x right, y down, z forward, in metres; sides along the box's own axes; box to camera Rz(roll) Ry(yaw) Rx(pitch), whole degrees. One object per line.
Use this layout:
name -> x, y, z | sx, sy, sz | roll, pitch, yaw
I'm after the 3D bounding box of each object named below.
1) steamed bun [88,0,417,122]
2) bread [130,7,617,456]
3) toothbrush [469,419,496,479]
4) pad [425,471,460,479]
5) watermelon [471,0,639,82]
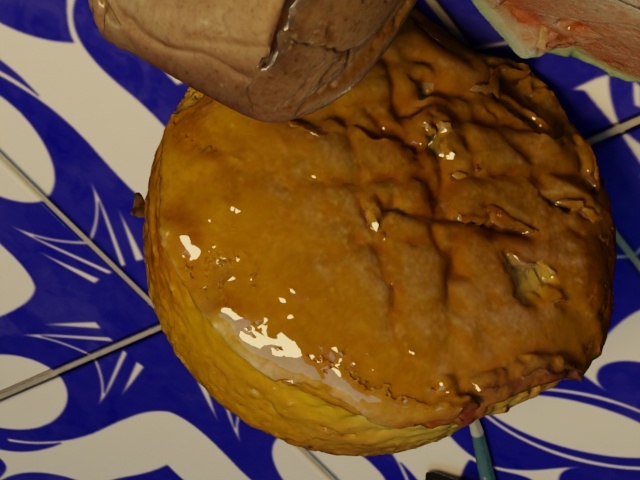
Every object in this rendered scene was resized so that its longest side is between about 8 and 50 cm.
steamed bun -> -0.023, -0.245, 0.977 | 0.251, 0.199, 0.301 | 21, 107, 37
bread -> 0.047, -0.005, 1.130 | 0.398, 0.398, 0.215 | 30, 146, -10
toothbrush -> 0.176, 0.223, 1.531 | 0.019, 0.025, 0.276 | 5, 136, 23
pad -> 0.170, 0.327, 1.625 | 0.112, 0.003, 0.157 | 17, 140, 13
watermelon -> 0.234, -0.193, 0.996 | 0.305, 0.180, 0.224 | 19, 126, -7
